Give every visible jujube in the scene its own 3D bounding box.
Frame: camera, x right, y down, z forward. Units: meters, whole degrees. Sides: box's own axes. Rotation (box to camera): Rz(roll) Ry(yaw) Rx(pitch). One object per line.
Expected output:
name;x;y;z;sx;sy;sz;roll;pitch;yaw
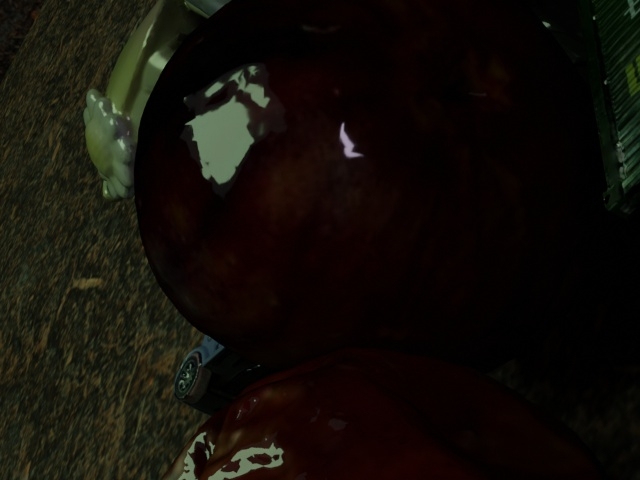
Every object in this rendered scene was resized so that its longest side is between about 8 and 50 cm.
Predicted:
jujube;0.013;0.164;0.554;0.232;0.213;0.213;-63;21;19

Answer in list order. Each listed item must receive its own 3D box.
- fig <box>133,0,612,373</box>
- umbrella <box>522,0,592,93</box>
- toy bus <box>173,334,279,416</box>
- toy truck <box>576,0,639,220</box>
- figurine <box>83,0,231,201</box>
fig;-0.001;-0.017;0.677;0.249;0.203;0.186;-28;72;55
umbrella;0.116;-0.107;0.785;0.066;0.059;0.236;-15;44;12
toy bus;-0.018;0.051;0.902;0.167;0.073;0.076;-40;34;43
toy truck;0.171;-0.072;0.582;0.121;0.088;0.259;-47;26;35
figurine;-0.036;-0.174;0.860;0.394;0.226;0.274;-63;34;39
